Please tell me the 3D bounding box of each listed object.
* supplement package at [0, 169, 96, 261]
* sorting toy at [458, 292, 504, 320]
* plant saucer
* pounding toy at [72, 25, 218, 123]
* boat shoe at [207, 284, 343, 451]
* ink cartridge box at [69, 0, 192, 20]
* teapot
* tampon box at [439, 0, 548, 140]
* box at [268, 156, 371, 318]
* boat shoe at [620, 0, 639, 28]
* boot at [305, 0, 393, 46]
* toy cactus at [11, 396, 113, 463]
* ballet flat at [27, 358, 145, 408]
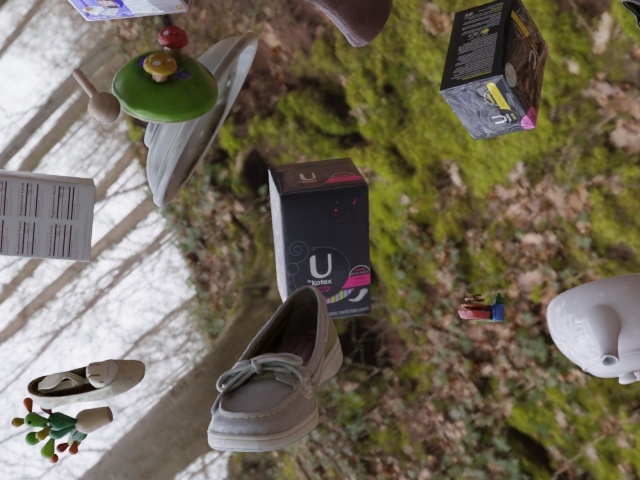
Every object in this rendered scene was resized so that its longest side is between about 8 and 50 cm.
[{"bbox_3d":[-0.537,-0.050,1.675,0.203,0.149,0.194,5,-174,-16],"label":"supplement package"},{"bbox_3d":[0.245,0.099,1.323,0.102,0.061,0.042,16,-105,-61],"label":"sorting toy"},{"bbox_3d":[-0.263,-0.262,1.796,0.100,0.400,0.400,29,-160,-3],"label":"plant saucer"},{"bbox_3d":[-0.288,-0.291,1.499,0.237,0.110,0.183,-11,-134,-22],"label":"pounding toy"},{"bbox_3d":[-0.049,0.146,1.024,0.320,0.118,0.103,-41,-55,-67],"label":"boat shoe"},{"bbox_3d":[-0.351,-0.445,1.478,0.208,0.206,0.045,47,-134,-66],"label":"ink cartridge box"},{"bbox_3d":[0.567,0.184,1.699,0.256,0.252,0.187,-5,-110,-19],"label":"teapot"},{"bbox_3d":[0.256,-0.251,1.292,0.120,0.101,0.161,43,-130,-41],"label":"tampon box"},{"bbox_3d":[0.000,0.000,1.654,0.143,0.165,0.270,-114,18,-62],"label":"box"},{"bbox_3d":[0.628,-0.419,1.656,0.223,0.073,0.080,30,178,-36],"label":"boat shoe"},{"bbox_3d":[0.006,-0.321,0.771,0.207,0.090,0.248,28,-107,-47],"label":"boot"},{"bbox_3d":[-0.512,0.372,1.798,0.219,0.180,0.112,70,-176,-52],"label":"toy cactus"},{"bbox_3d":[-0.330,0.198,1.237,0.052,0.168,0.057,67,-173,-52],"label":"ballet flat"}]
